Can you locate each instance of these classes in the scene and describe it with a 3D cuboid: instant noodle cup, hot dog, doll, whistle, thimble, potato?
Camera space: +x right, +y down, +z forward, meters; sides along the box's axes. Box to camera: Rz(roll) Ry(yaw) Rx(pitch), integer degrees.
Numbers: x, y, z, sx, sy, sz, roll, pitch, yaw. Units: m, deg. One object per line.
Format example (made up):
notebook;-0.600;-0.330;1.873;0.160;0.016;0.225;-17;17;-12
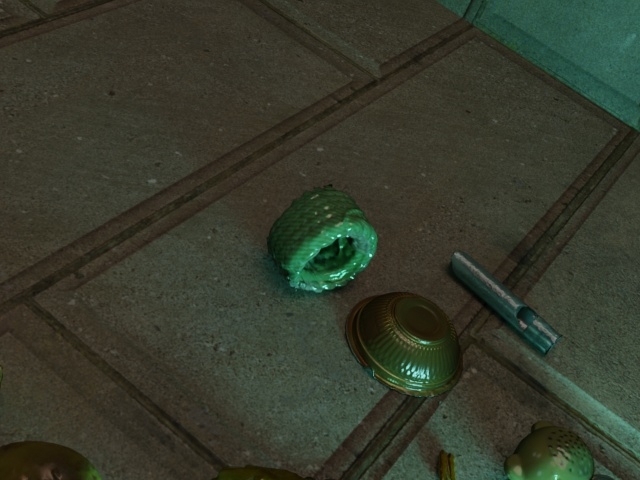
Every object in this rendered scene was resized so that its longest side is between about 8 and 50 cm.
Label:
instant noodle cup;0.193;0.191;1.841;0.273;0.091;0.274;14;42;-13
hot dog;0.237;0.432;1.659;0.037;0.021;0.083;28;38;-13
doll;0.468;0.463;1.634;0.260;0.162;0.177;42;45;16
whistle;0.418;0.137;2.031;0.312;0.062;0.062;43;44;20
thimble;0.000;0.000;1.864;0.218;0.219;0.150;-8;48;-33
potato;-0.395;0.397;1.242;0.242;0.243;0.285;-3;45;-29

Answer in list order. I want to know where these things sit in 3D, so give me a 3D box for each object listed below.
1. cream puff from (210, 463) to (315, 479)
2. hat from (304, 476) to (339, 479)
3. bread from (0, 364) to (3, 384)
cream puff;-0.085;0.448;1.373;0.220;0.195;0.195;13;42;-8
hat;0.033;0.472;1.492;0.175;0.085;0.147;32;3;39
bread;-0.553;0.270;1.392;0.074;0.084;0.139;13;43;-16
